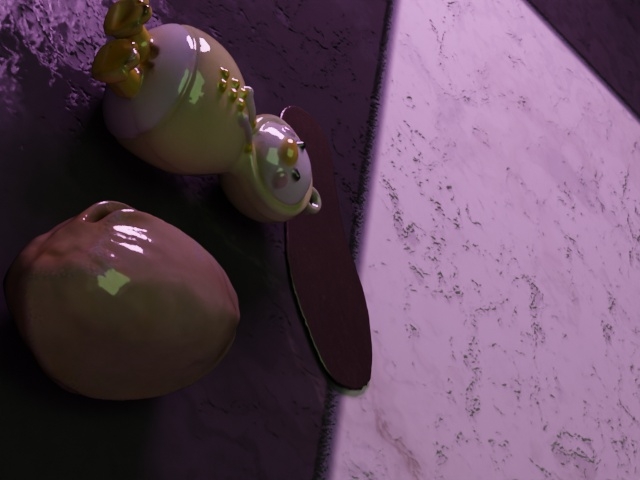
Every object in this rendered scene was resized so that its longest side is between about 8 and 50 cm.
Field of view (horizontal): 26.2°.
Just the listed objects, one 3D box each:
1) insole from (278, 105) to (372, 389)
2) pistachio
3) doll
[{"bbox_3d":[0.000,0.000,1.410,0.111,0.007,0.328,20,51,-45],"label":"insole"},{"bbox_3d":[-0.153,0.048,1.082,0.223,0.126,0.152,10,92,-54],"label":"pistachio"},{"bbox_3d":[-0.092,-0.106,1.271,0.296,0.117,0.141,31,47,-35],"label":"doll"}]
